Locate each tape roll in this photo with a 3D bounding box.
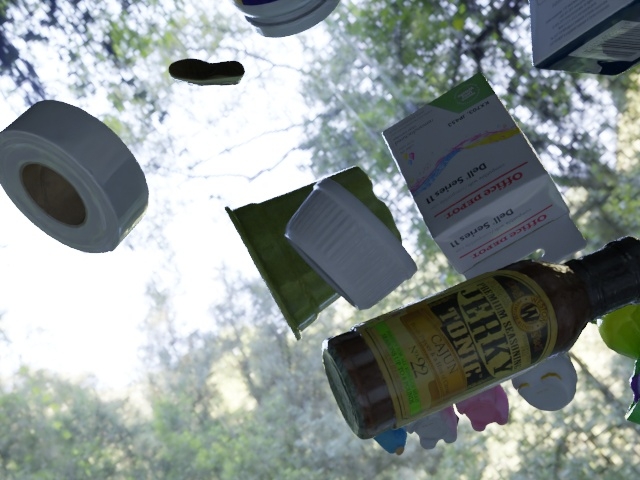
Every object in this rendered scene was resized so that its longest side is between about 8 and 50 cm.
[{"bbox_3d":[-0.451,-0.109,1.591,0.100,0.286,0.286,-55,-6,-38],"label":"tape roll"}]

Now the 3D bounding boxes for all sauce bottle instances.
[{"bbox_3d":[0.174,0.084,0.881,0.344,0.111,0.111,-23,-22,-11],"label":"sauce bottle"}]

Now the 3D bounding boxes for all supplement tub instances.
[{"bbox_3d":[-0.107,-0.581,1.682,0.241,0.241,0.331,-36,-46,-8],"label":"supplement tub"}]

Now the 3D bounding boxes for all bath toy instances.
[{"bbox_3d":[0.233,0.226,1.409,0.348,0.151,0.129,-20,31,24],"label":"bath toy"}]

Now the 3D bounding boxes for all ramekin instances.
[{"bbox_3d":[0.039,0.013,1.352,0.109,0.207,0.207,-44,-18,-5],"label":"ramekin"}]

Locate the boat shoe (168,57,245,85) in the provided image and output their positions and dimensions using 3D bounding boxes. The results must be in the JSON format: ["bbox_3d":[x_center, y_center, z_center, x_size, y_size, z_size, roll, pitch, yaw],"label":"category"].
[{"bbox_3d":[-0.226,-0.326,1.739,0.153,0.056,0.048,-8,-25,-23],"label":"boat shoe"}]

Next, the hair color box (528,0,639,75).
[{"bbox_3d":[0.272,-0.347,0.812,0.105,0.347,0.174,1,-9,-17],"label":"hair color box"}]

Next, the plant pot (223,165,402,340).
[{"bbox_3d":[0.000,0.000,1.599,0.254,0.276,0.276,-29,-20,-5],"label":"plant pot"}]

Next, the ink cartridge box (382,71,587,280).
[{"bbox_3d":[0.258,-0.091,1.433,0.207,0.353,0.119,-32,-45,12],"label":"ink cartridge box"}]

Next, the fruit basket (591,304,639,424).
[{"bbox_3d":[0.675,0.178,1.713,0.392,0.392,0.283,-42,-18,10],"label":"fruit basket"}]
